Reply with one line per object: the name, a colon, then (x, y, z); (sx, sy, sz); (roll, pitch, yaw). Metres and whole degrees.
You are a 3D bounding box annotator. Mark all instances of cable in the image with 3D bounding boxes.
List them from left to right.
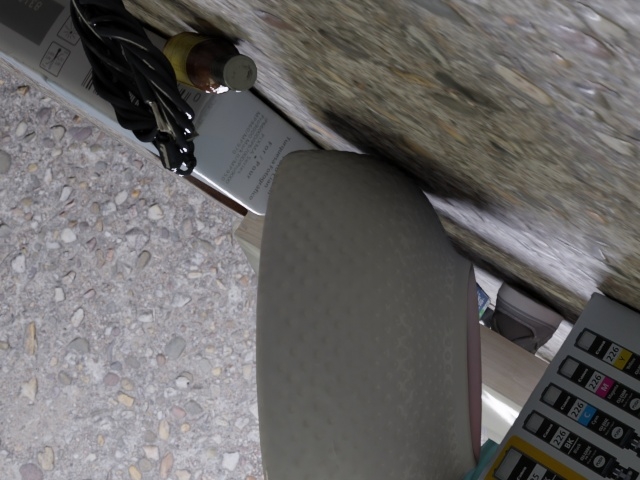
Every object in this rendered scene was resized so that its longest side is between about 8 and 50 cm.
cable: (-0.151, -0.138, 1.292); (0.184, 0.047, 0.150); (54, 171, 32)

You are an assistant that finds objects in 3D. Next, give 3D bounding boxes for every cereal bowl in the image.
cereal bowl: (0.050, 0.097, 1.331); (0.141, 0.339, 0.339); (-1, 171, 9)

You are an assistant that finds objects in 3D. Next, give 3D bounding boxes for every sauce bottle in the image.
sauce bottle: (-0.079, -0.127, 1.253); (0.042, 0.042, 0.128); (34, 176, -27)

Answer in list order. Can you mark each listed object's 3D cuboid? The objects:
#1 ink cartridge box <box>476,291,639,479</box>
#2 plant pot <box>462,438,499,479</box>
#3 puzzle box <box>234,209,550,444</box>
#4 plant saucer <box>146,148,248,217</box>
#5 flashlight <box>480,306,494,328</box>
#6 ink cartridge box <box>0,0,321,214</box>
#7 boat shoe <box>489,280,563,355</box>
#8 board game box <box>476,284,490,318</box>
ink cartridge box: (0.202, 0.214, 1.311); (0.272, 0.309, 0.130); (29, 175, 46)
plant pot: (0.361, 0.362, 2.172); (0.341, 0.341, 0.334); (32, 169, 1)
puzzle box: (0.112, 0.110, 1.687); (0.409, 0.052, 0.272); (31, 170, 13)
plant saucer: (-0.111, -0.070, 1.759); (0.168, 0.029, 0.168); (35, -175, -4)
flashlight: (0.058, 0.058, 2.075); (0.103, 0.103, 0.304); (-15, -140, -45)
ink cartridge box: (-0.121, -0.102, 1.619); (0.308, 0.091, 0.385); (30, 175, 33)
boat shoe: (0.190, 0.084, 1.663); (0.066, 0.063, 0.184); (32, 177, 8)
board game box: (0.105, 0.028, 1.874); (0.136, 0.035, 0.201); (32, 177, 18)
